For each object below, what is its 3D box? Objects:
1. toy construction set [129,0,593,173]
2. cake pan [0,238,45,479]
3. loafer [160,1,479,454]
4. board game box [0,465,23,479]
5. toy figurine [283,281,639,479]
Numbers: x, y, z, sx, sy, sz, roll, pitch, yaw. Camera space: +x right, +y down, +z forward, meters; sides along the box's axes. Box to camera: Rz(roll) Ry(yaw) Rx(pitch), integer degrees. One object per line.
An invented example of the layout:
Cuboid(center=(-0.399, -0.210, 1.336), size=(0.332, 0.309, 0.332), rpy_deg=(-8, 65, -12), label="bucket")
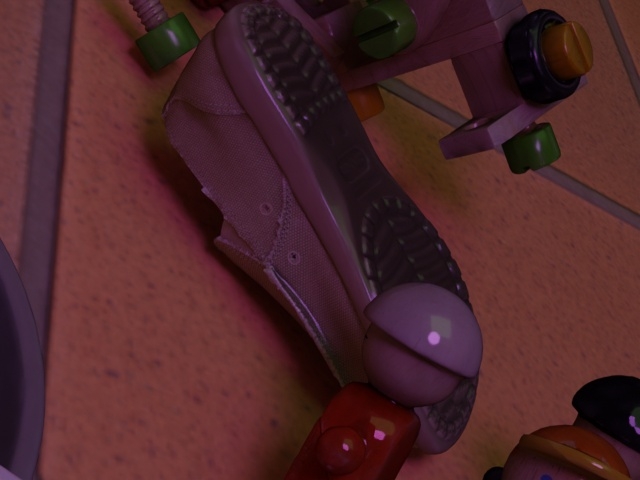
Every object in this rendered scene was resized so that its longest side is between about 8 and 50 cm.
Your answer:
Cuboid(center=(0.066, -0.153, 0.877), size=(0.237, 0.257, 0.309), rpy_deg=(59, 20, -10), label="toy construction set")
Cuboid(center=(-0.239, 0.030, 0.442), size=(0.293, 0.054, 0.293), rpy_deg=(29, 36, -24), label="cake pan")
Cuboid(center=(0.000, 0.000, 0.715), size=(0.102, 0.092, 0.268), rpy_deg=(-28, 92, -55), label="loafer")
Cuboid(center=(-0.099, 0.169, 0.358), size=(0.305, 0.053, 0.193), rpy_deg=(39, 35, -19), label="board game box")
Cuboid(center=(0.103, 0.128, 0.563), size=(0.213, 0.148, 0.209), rpy_deg=(27, 4, -25), label="toy figurine")
